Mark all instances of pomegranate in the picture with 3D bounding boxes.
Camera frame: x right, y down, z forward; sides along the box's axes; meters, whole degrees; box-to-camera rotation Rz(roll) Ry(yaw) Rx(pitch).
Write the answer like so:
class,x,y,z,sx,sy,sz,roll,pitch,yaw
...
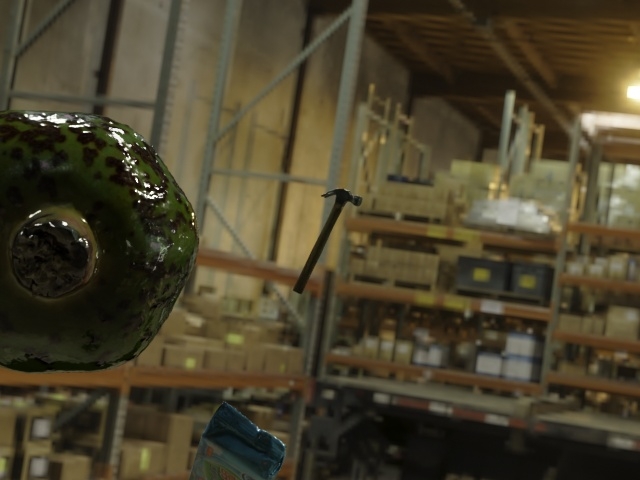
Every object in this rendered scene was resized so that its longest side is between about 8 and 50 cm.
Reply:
class,x,y,z,sx,sy,sz,roll,pitch,yaw
pomegranate,-0.232,0.000,1.048,0.254,0.254,0.270,9,4,-8

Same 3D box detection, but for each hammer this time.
class,x,y,z,sx,sy,sz,roll,pitch,yaw
hammer,0.000,0.000,1.912,0.062,0.182,0.017,27,1,23

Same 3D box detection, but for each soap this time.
class,x,y,z,sx,sy,sz,roll,pitch,yaw
soap,-0.154,0.414,2.188,0.156,0.077,0.293,31,-34,9
